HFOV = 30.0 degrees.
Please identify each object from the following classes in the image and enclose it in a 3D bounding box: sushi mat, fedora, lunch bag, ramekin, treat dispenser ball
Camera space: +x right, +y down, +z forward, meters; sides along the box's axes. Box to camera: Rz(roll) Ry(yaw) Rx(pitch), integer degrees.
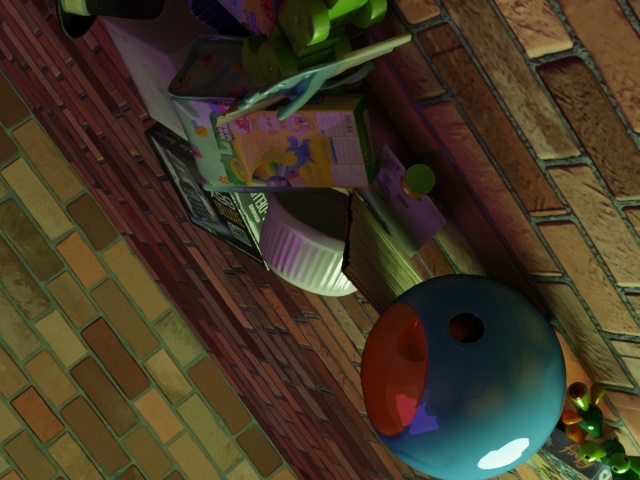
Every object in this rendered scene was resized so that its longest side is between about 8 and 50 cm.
[{"bbox_3d":[0.114,0.070,1.817,0.019,0.151,0.316,-16,139,24],"label":"sushi mat"},{"bbox_3d":[-0.285,-0.447,1.792,0.152,0.334,0.334,15,160,-2],"label":"fedora"},{"bbox_3d":[-0.067,-0.185,1.805,0.262,0.160,0.223,4,141,19],"label":"lunch bag"},{"bbox_3d":[0.000,0.000,1.899,0.207,0.207,0.109,39,117,35],"label":"ramekin"},{"bbox_3d":[0.199,0.190,1.673,0.288,0.288,0.288,45,162,20],"label":"treat dispenser ball"}]

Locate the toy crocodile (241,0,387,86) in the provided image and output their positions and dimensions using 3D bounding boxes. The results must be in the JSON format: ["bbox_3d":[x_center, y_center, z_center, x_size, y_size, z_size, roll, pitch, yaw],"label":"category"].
[{"bbox_3d":[-0.009,-0.281,1.516,0.105,0.115,0.340,63,155,7],"label":"toy crocodile"}]

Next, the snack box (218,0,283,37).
[{"bbox_3d":[-0.109,-0.384,1.670,0.207,0.070,0.174,47,163,19],"label":"snack box"}]

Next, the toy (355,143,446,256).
[{"bbox_3d":[0.128,-0.064,1.732,0.137,0.056,0.237,52,169,5],"label":"toy"}]

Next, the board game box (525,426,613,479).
[{"bbox_3d":[0.378,0.346,1.896,0.243,0.042,0.165,31,163,48],"label":"board game box"}]

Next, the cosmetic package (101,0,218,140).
[{"bbox_3d":[-0.227,-0.295,2.038,0.224,0.138,0.225,34,154,44],"label":"cosmetic package"}]

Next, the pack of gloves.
[{"bbox_3d":[-0.009,-0.188,1.536,0.046,0.232,0.195,68,165,1],"label":"pack of gloves"}]

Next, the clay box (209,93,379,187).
[{"bbox_3d":[-0.037,-0.139,1.672,0.222,0.053,0.127,3,126,24],"label":"clay box"}]

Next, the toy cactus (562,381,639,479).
[{"bbox_3d":[0.410,0.285,1.686,0.219,0.112,0.180,49,-179,1],"label":"toy cactus"}]

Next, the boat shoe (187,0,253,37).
[{"bbox_3d":[-0.126,-0.333,1.827,0.183,0.066,0.066,44,-154,-33],"label":"boat shoe"}]

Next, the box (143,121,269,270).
[{"bbox_3d":[-0.197,-0.100,2.325,0.307,0.076,0.242,29,151,49],"label":"box"}]
